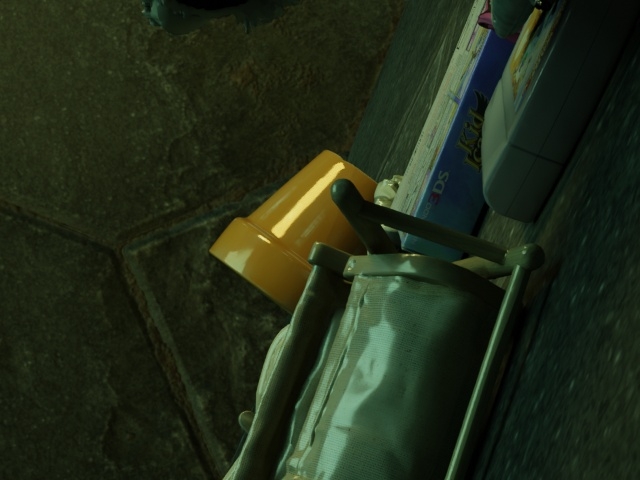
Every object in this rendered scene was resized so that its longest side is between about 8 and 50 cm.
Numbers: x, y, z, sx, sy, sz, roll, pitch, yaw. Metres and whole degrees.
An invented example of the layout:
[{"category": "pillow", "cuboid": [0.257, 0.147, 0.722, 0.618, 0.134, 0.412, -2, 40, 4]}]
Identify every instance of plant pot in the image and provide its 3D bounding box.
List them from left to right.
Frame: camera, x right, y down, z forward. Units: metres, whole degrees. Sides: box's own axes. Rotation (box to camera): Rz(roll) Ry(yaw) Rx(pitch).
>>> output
[{"category": "plant pot", "cuboid": [0.000, 0.000, 2.293, 0.188, 0.205, 0.205, -54, 4, -3]}]

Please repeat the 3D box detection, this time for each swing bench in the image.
[{"category": "swing bench", "cuboid": [0.034, 0.119, 1.381, 0.255, 0.165, 0.253, 105, -175, -78]}]

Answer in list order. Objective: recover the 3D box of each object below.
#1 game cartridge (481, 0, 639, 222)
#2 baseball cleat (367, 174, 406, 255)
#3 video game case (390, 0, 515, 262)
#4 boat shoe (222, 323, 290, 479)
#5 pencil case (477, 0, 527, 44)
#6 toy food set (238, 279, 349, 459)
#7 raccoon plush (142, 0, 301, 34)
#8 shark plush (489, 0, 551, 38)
[{"category": "game cartridge", "cuboid": [0.199, -0.170, 1.453, 0.198, 0.062, 0.297, -68, 1, -70]}, {"category": "baseball cleat", "cuboid": [0.085, -0.005, 2.079, 0.206, 0.072, 0.109, -66, -15, -73]}, {"category": "video game case", "cuboid": [0.147, -0.122, 1.799, 0.244, 0.061, 0.269, -88, 19, -82]}, {"category": "boat shoe", "cuboid": [-0.035, 0.250, 2.020, 0.116, 0.096, 0.324, 18, 90, 45]}, {"category": "pencil case", "cuboid": [0.207, -0.262, 1.586, 0.209, 0.095, 0.098, -70, 24, 10]}, {"category": "toy food set", "cuboid": [0.021, 0.112, 1.561, 0.218, 0.128, 0.071, -53, 5, -19]}, {"category": "raccoon plush", "cuboid": [0.039, -0.278, 1.436, 0.446, 0.299, 0.216, -22, -79, -51]}, {"category": "shark plush", "cuboid": [0.174, -0.203, 1.435, 0.161, 0.073, 0.067, -12, 74, 60]}]
